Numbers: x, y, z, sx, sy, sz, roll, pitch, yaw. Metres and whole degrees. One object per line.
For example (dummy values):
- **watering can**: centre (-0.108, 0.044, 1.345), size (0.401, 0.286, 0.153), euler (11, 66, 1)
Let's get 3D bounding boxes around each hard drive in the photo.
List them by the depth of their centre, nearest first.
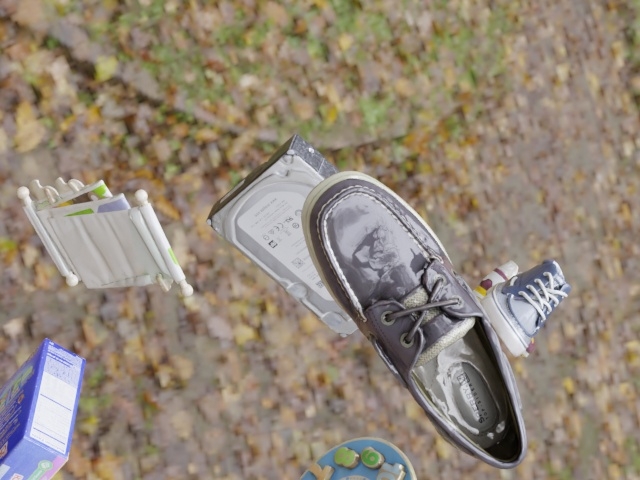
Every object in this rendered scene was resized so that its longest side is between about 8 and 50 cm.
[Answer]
- **hard drive**: centre (0.000, 0.000, 2.318), size (0.339, 0.237, 0.064), euler (41, 35, -17)

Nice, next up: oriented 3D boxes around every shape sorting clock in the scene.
- **shape sorting clock**: centre (0.025, 0.317, 1.507), size (0.040, 0.206, 0.206), euler (40, 47, -39)

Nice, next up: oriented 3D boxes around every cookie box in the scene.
- **cookie box**: centre (-0.221, 0.143, 1.001), size (0.040, 0.092, 0.107), euler (31, 31, -22)

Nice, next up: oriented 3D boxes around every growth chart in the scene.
- **growth chart**: centre (-0.278, -0.006, 1.673), size (0.021, 0.237, 0.172), euler (-44, 124, -43)

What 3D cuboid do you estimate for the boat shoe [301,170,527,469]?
- **boat shoe**: centre (0.088, 0.068, 1.075), size (0.103, 0.092, 0.285), euler (-34, 109, -8)

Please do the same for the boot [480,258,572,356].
- **boot**: centre (0.225, 0.063, 1.431), size (0.069, 0.086, 0.190), euler (55, 12, -6)

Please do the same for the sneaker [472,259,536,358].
- **sneaker**: centre (0.273, 0.096, 1.833), size (0.069, 0.084, 0.185), euler (44, -1, 36)
